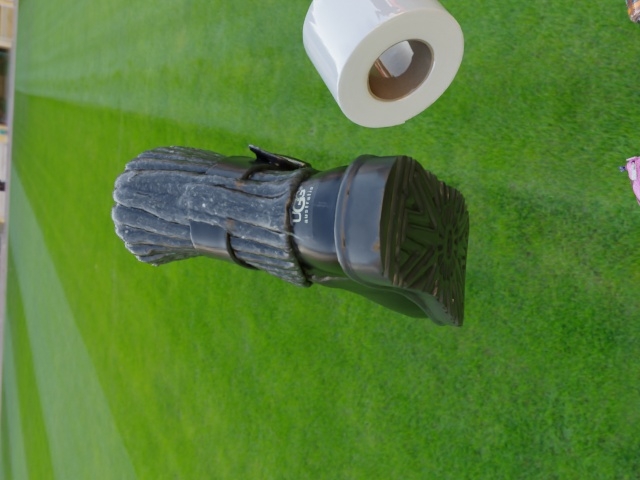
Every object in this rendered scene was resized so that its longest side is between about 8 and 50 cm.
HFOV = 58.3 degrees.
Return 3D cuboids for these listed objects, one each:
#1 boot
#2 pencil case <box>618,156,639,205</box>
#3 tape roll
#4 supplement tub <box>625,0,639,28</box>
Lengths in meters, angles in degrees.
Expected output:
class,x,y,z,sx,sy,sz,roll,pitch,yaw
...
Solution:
class,x,y,z,sx,sy,sz,roll,pitch,yaw
boot,0.000,-0.004,0.576,0.260,0.348,0.131,3,75,28
pencil case,0.767,-0.096,1.317,0.095,0.098,0.209,-30,60,45
tape roll,0.110,-0.351,1.036,0.246,0.246,0.169,-58,46,40
supplement tub,0.805,-0.611,1.408,0.106,0.106,0.197,-17,80,58
